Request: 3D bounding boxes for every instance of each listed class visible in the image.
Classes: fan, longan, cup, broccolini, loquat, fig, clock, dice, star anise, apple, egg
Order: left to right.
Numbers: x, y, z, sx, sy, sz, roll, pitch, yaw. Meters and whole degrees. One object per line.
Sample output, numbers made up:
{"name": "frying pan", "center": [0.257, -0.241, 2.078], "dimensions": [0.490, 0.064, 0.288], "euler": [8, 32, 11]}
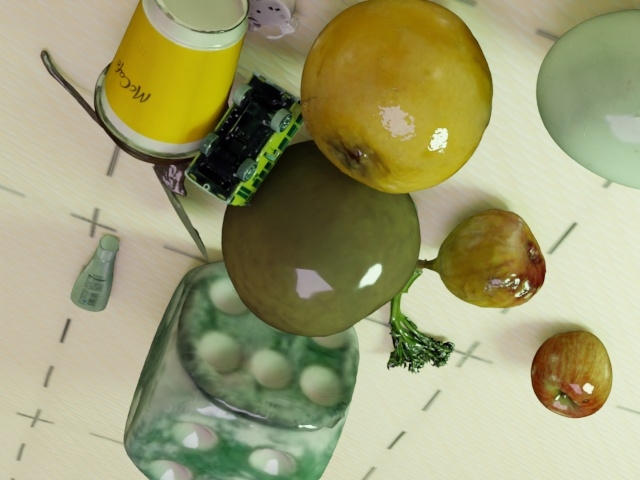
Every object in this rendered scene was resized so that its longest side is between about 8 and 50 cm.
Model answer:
{"name": "star anise", "center": [-0.306, -0.172, 1.734], "dimensions": [0.227, 0.148, 0.219], "euler": [1, 99, 0]}
{"name": "cup", "center": [-0.195, -0.239, 1.573], "dimensions": [0.196, 0.196, 0.280], "euler": [20, 144, -9]}
{"name": "fan", "center": [-0.190, -0.005, 1.810], "dimensions": [0.010, 0.310, 0.182], "euler": [-31, 134, -8]}
{"name": "dice", "center": [-0.138, 0.254, 2.030], "dimensions": [0.328, 0.330, 0.348], "euler": [21, 140, -11]}
{"name": "clock", "center": [-0.090, -0.314, 1.586], "dimensions": [0.129, 0.041, 0.087], "euler": [3, 151, 28]}
{"name": "longan", "center": [0.000, 0.000, 1.734], "dimensions": [0.319, 0.319, 0.319], "euler": [6, 139, 6]}
{"name": "loquat", "center": [0.096, -0.193, 1.530], "dimensions": [0.263, 0.263, 0.263], "euler": [6, 139, 6]}
{"name": "broccolini", "center": [0.181, 0.146, 2.052], "dimensions": [0.123, 0.062, 0.271], "euler": [-2, 136, 0]}
{"name": "fig", "center": [0.233, 0.031, 1.859], "dimensions": [0.257, 0.159, 0.159], "euler": [1, 143, 44]}
{"name": "apple", "center": [0.440, 0.229, 2.025], "dimensions": [0.146, 0.131, 0.146], "euler": [18, 143, 14]}
{"name": "egg", "center": [0.457, -0.172, 1.486], "dimensions": [0.371, 0.230, 0.230], "euler": [12, 140, -9]}

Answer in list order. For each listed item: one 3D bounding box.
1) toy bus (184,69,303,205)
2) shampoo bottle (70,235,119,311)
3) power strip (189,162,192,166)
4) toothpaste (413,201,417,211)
{"name": "toy bus", "center": [-0.099, -0.134, 1.600], "dimensions": [0.088, 0.175, 0.101], "euler": [35, -178, 14]}
{"name": "shampoo bottle", "center": [-0.400, 0.060, 2.089], "dimensions": [0.069, 0.041, 0.191], "euler": [24, 138, -6]}
{"name": "power strip", "center": [-0.197, -0.149, 1.823], "dimensions": [0.040, 0.016, 0.090], "euler": [31, 136, -21]}
{"name": "toothpaste", "center": [0.078, -0.013, 1.904], "dimensions": [0.056, 0.036, 0.205], "euler": [35, 138, -24]}
